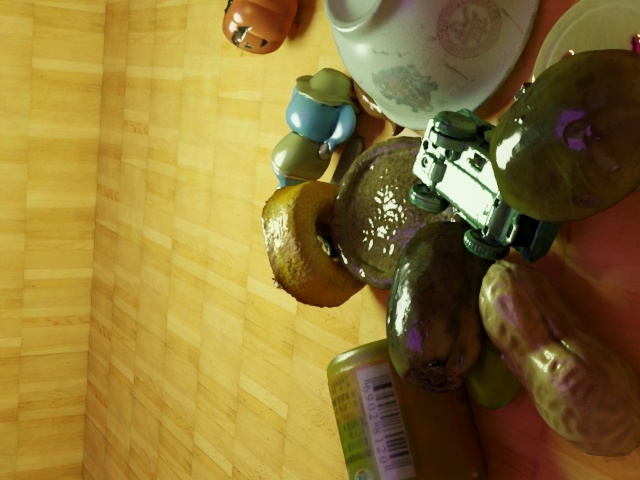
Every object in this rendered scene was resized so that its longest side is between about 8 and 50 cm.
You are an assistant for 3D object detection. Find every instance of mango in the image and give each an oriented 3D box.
[{"bbox_3d":[0.274,0.179,1.327,0.163,0.089,0.117,-61,39,39],"label":"mango"}]

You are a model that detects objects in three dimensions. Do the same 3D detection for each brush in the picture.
[{"bbox_3d":[0.016,-0.085,1.806,0.085,0.020,0.336,61,138,38],"label":"brush"}]

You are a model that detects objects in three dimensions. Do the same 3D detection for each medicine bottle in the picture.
[{"bbox_3d":[0.154,0.359,1.396,0.224,0.224,0.384,-41,57,51],"label":"medicine bottle"}]

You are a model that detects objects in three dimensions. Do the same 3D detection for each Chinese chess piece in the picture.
[{"bbox_3d":[0.393,-0.195,1.119,0.273,0.102,0.273,1,91,58],"label":"Chinese chess piece"}]

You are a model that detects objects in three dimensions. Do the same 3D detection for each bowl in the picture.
[{"bbox_3d":[0.133,-0.408,1.411,0.435,0.196,0.434,-12,75,53],"label":"bowl"}]

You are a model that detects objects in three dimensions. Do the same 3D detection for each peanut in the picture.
[{"bbox_3d":[0.323,0.155,1.174,0.305,0.147,0.147,55,135,29],"label":"peanut"}]

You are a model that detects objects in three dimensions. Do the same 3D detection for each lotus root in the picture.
[{"bbox_3d":[0.178,0.091,1.311,0.160,0.152,0.275,-53,16,53],"label":"lotus root"}]

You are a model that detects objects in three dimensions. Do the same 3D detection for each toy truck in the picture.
[{"bbox_3d":[0.253,-0.089,1.294,0.279,0.156,0.155,46,128,47],"label":"toy truck"}]

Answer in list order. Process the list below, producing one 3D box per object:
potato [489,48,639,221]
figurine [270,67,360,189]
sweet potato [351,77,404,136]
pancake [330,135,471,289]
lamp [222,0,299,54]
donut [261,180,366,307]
[{"bbox_3d":[0.303,-0.123,1.039,0.228,0.149,0.197,-1,77,59],"label":"potato"},{"bbox_3d":[-0.021,-0.226,1.739,0.262,0.154,0.180,-50,23,29],"label":"figurine"},{"bbox_3d":[0.107,-0.264,1.630,0.202,0.055,0.058,53,177,39],"label":"sweet potato"},{"bbox_3d":[0.136,-0.052,1.513,0.286,0.033,0.288,4,73,38],"label":"pancake"},{"bbox_3d":[-0.125,-0.500,1.903,0.187,0.164,0.187,-161,90,-75],"label":"lamp"},{"bbox_3d":[0.000,0.002,1.636,0.118,0.253,0.253,-32,63,44],"label":"donut"}]
